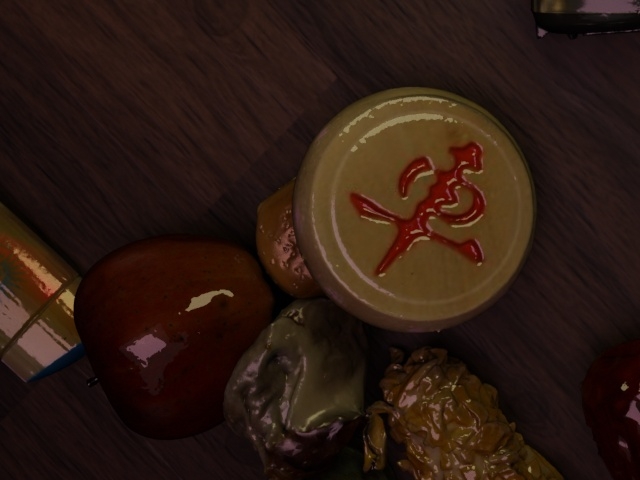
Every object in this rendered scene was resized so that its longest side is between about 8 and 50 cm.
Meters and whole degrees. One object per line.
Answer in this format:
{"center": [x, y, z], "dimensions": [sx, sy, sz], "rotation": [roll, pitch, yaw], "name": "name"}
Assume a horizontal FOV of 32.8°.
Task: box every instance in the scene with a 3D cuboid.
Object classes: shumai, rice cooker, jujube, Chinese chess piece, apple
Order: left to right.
{"center": [-0.156, 0.105, 1.201], "dimensions": [0.234, 0.234, 0.233], "rotation": [4, 104, 16], "name": "apple"}
{"center": [-0.005, 0.164, 1.141], "dimensions": [0.120, 0.201, 0.201], "rotation": [37, 113, 37], "name": "shumai"}
{"center": [0.096, -0.031, 1.101], "dimensions": [0.251, 0.097, 0.250], "rotation": [0, 88, -6], "name": "Chinese chess piece"}
{"center": [0.273, -0.248, 1.036], "dimensions": [0.165, 0.112, 0.106], "rotation": [-5, 107, 19], "name": "rice cooker"}
{"center": [0.359, 0.210, 1.096], "dimensions": [0.155, 0.155, 0.230], "rotation": [-30, 91, 21], "name": "jujube"}

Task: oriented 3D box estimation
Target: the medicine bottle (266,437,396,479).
{"center": [-0.019, 0.328, 1.146], "dimensions": [0.151, 0.322, 0.151], "rotation": [4, 104, 16], "name": "medicine bottle"}

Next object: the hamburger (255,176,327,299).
{"center": [0.000, 0.000, 1.193], "dimensions": [0.138, 0.083, 0.147], "rotation": [-35, 87, 20], "name": "hamburger"}

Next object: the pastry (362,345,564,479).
{"center": [0.145, 0.229, 1.191], "dimensions": [0.154, 0.102, 0.250], "rotation": [-42, 91, 18], "name": "pastry"}

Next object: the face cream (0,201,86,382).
{"center": [-0.388, 0.046, 1.310], "dimensions": [0.285, 0.067, 0.139], "rotation": [42, 84, -1], "name": "face cream"}
